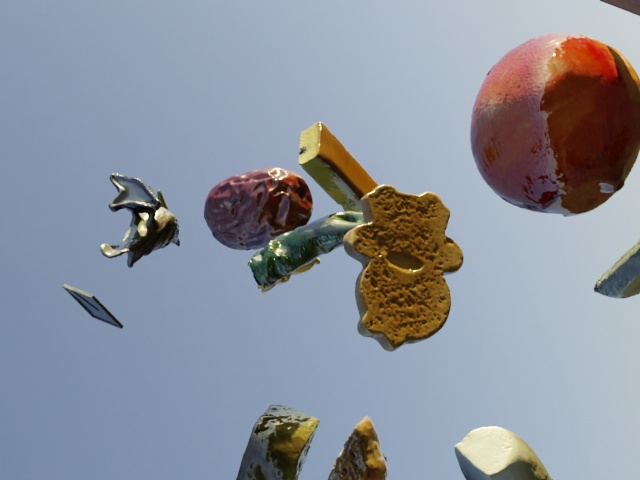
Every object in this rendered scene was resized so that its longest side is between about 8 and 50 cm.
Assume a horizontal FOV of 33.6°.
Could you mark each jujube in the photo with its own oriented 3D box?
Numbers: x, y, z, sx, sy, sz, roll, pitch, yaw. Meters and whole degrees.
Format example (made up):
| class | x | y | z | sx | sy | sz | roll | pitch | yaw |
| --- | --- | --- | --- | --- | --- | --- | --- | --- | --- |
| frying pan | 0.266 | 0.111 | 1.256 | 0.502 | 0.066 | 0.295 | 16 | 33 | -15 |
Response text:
| class | x | y | z | sx | sy | sz | roll | pitch | yaw |
| --- | --- | --- | --- | --- | --- | --- | --- | --- | --- |
| jujube | -0.136 | -0.068 | 2.307 | 0.174 | 0.250 | 0.174 | 34 | -131 | -50 |

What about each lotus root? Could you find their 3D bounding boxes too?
| class | x | y | z | sx | sy | sz | roll | pitch | yaw |
| --- | --- | --- | --- | --- | --- | --- | --- | --- | --- |
| lotus root | 0.073 | 0.391 | 1.860 | 0.135 | 0.095 | 0.159 | 56 | -122 | -77 |
| lotus root | -0.095 | 0.450 | 2.104 | 0.138 | 0.119 | 0.235 | -11 | -59 | -80 |

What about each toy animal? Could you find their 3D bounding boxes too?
| class | x | y | z | sx | sy | sz | roll | pitch | yaw |
| --- | --- | --- | --- | --- | --- | --- | --- | --- | --- |
| toy animal | -0.203 | -0.016 | 1.257 | 0.202 | 0.070 | 0.105 | 28 | -111 | -78 |
| toy animal | -0.084 | 0.073 | 2.580 | 0.083 | 0.159 | 0.070 | 49 | 177 | 6 |

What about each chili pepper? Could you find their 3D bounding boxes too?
| class | x | y | z | sx | sy | sz | roll | pitch | yaw |
| --- | --- | --- | --- | --- | --- | --- | --- | --- | --- |
| chili pepper | -0.001 | -0.002 | 1.571 | 0.061 | 0.224 | 0.098 | 62 | -169 | -14 |

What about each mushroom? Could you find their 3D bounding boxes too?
| class | x | y | z | sx | sy | sz | roll | pitch | yaw |
| --- | --- | --- | --- | --- | --- | --- | --- | --- | --- |
| mushroom | 0.297 | 0.369 | 1.585 | 0.103 | 0.118 | 0.270 | -42 | -43 | 0 |

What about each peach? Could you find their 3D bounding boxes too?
| class | x | y | z | sx | sy | sz | roll | pitch | yaw |
| --- | --- | --- | --- | --- | --- | --- | --- | --- | --- |
| peach | 0.468 | -0.219 | 2.080 | 0.290 | 0.373 | 0.372 | 68 | -151 | -67 |

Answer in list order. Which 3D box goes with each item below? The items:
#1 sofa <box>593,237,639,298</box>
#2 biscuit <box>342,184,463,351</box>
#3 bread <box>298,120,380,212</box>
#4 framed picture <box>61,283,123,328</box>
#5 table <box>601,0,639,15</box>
| class | x | y | z | sx | sy | sz | roll | pitch | yaw |
| --- | --- | --- | --- | --- | --- | --- | --- | --- | --- |
| sofa | 0.518 | 0.053 | 1.362 | 0.176 | 0.210 | 0.225 | -30 | -105 | -37 |
| biscuit | 0.107 | 0.037 | 1.372 | 0.036 | 0.166 | 0.225 | 132 | 142 | -61 |
| bread | 0.047 | -0.087 | 1.672 | 0.226 | 0.049 | 0.088 | 45 | -150 | -35 |
| framed picture | -0.333 | 0.097 | 1.553 | 0.006 | 0.066 | 0.089 | -58 | -37 | -22 |
| table | 0.611 | -0.477 | 1.957 | 0.167 | 0.227 | 0.167 | -18 | -54 | -27 |
